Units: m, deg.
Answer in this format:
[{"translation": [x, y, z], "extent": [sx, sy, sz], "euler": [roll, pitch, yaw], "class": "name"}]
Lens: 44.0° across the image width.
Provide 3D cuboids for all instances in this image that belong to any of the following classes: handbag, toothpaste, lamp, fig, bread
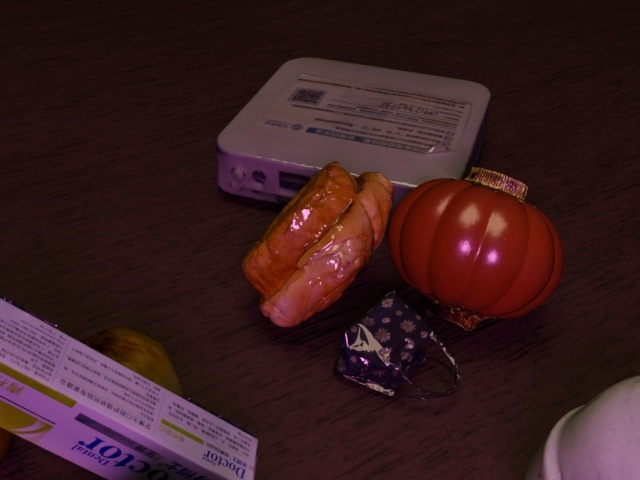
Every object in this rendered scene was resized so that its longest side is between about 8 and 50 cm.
[{"translation": [0.100, 0.134, 0.922], "extent": [0.139, 0.072, 0.115], "euler": [29, 42, 27], "class": "handbag"}, {"translation": [-0.212, 0.148, 0.714], "extent": [0.336, 0.081, 0.067], "euler": [35, 32, -21], "class": "toothpaste"}, {"translation": [0.192, 0.011, 0.992], "extent": [0.223, 0.197, 0.223], "euler": [19, 1, -1], "class": "lamp"}, {"translation": [-0.217, 0.155, 0.836], "extent": [0.153, 0.121, 0.136], "euler": [28, 48, 32], "class": "fig"}, {"translation": [-0.002, 0.001, 1.008], "extent": [0.120, 0.198, 0.236], "euler": [41, 38, -5], "class": "bread"}]

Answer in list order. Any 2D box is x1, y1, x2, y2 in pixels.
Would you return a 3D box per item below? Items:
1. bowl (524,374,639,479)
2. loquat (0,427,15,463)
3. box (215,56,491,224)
[{"translation": [0.343, 0.229, 0.669], "extent": [0.307, 0.163, 0.307], "euler": [14, 31, -9], "class": "bowl"}, {"translation": [-0.405, 0.154, 0.772], "extent": [0.213, 0.214, 0.246], "euler": [-10, 20, -16], "class": "loquat"}, {"translation": [0.066, -0.174, 1.326], "extent": [0.395, 0.111, 0.397], "euler": [12, 37, 15], "class": "box"}]
